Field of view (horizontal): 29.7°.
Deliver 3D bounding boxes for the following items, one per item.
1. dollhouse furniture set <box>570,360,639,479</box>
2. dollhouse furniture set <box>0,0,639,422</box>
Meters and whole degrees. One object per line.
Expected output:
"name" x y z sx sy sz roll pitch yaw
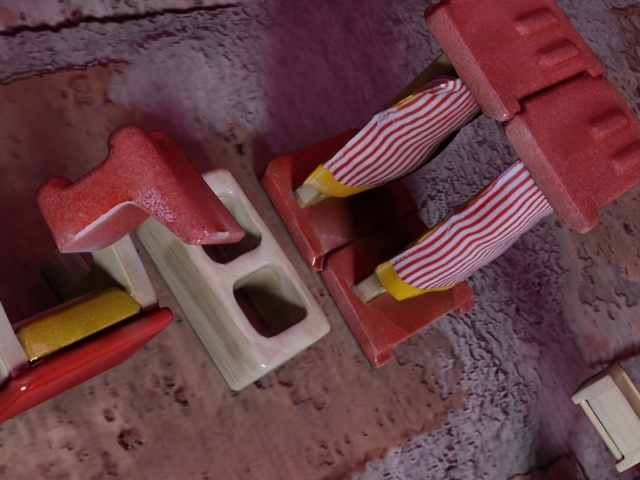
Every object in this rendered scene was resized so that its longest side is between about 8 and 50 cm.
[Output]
"dollhouse furniture set" 0.217 0.175 0.812 0.182 0.101 0.161 57 23 8
"dollhouse furniture set" 0.000 0.000 0.664 0.374 0.201 0.152 -27 80 -43
